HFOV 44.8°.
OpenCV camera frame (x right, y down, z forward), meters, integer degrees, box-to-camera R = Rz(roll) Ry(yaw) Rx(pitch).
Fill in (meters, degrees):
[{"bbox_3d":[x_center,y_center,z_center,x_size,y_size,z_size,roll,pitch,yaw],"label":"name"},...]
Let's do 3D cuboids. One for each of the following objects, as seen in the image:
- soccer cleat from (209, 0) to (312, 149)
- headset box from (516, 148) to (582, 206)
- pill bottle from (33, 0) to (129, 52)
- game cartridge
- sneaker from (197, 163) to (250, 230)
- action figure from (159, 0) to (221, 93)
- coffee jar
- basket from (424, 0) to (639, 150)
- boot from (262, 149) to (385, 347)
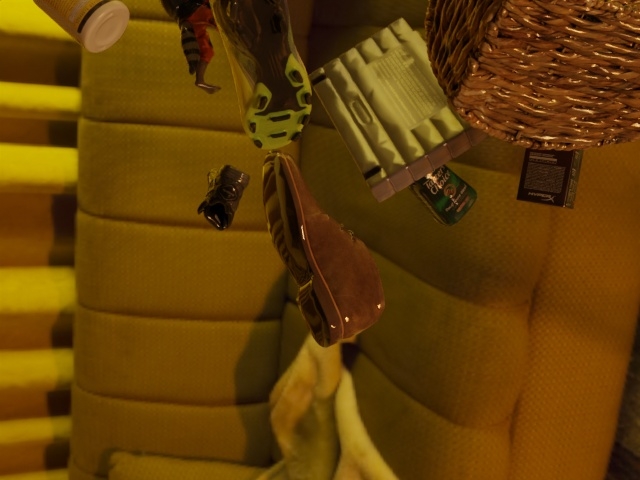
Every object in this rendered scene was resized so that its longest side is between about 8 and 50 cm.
[{"bbox_3d":[-0.073,-0.229,0.946,0.289,0.094,0.121,80,169,-55],"label":"soccer cleat"},{"bbox_3d":[0.540,-0.223,1.771,0.110,0.218,0.293,11,96,22],"label":"headset box"},{"bbox_3d":[-0.267,-0.261,0.833,0.116,0.065,0.065,42,142,6],"label":"pill bottle"},{"bbox_3d":[0.134,-0.247,1.410,0.068,0.230,0.355,58,-174,-48],"label":"game cartridge"},{"bbox_3d":[-0.225,-0.091,1.711,0.130,0.087,0.227,-62,15,-8],"label":"sneaker"},{"bbox_3d":[-0.273,-0.535,1.696,0.330,0.179,0.341,61,151,10],"label":"action figure"},{"bbox_3d":[0.211,-0.116,1.493,0.096,0.184,0.079,-51,25,-3],"label":"coffee jar"},{"bbox_3d":[0.280,-0.256,0.973,0.223,0.299,0.213,-106,29,-42],"label":"basket"},{"bbox_3d":[0.000,0.000,1.175,0.305,0.115,0.112,69,156,5],"label":"boot"}]
